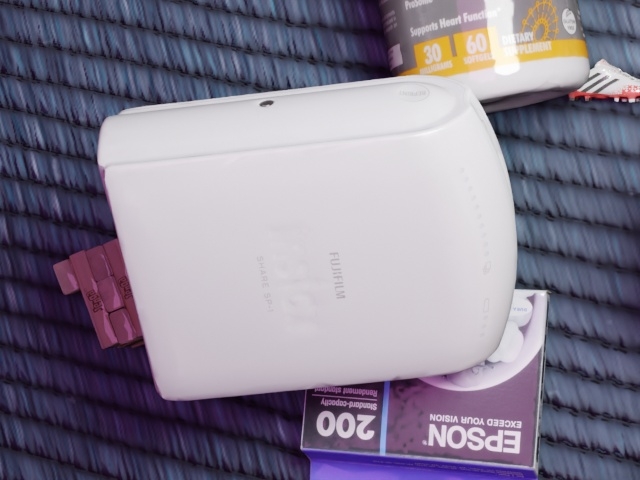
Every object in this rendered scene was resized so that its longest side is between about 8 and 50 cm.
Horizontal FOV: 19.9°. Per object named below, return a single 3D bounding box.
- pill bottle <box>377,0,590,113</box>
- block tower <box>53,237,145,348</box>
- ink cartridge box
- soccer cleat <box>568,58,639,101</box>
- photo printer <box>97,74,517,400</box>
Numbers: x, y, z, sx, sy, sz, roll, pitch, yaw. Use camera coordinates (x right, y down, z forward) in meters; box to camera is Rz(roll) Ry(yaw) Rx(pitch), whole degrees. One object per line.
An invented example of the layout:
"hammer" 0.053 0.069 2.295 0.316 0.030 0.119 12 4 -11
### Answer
"pill bottle" 0.117 -0.245 1.485 0.162 0.162 0.278 -12 88 17
"block tower" -0.057 -0.003 1.580 0.335 0.091 0.097 -22 84 17
"ink cartridge box" 0.087 0.139 1.553 0.206 0.045 0.208 3 87 17
"soccer cleat" 0.244 -0.133 1.518 0.083 0.029 0.035 2 96 21
"photo printer" 0.000 0.000 1.441 0.308 0.107 0.256 -6 125 5
